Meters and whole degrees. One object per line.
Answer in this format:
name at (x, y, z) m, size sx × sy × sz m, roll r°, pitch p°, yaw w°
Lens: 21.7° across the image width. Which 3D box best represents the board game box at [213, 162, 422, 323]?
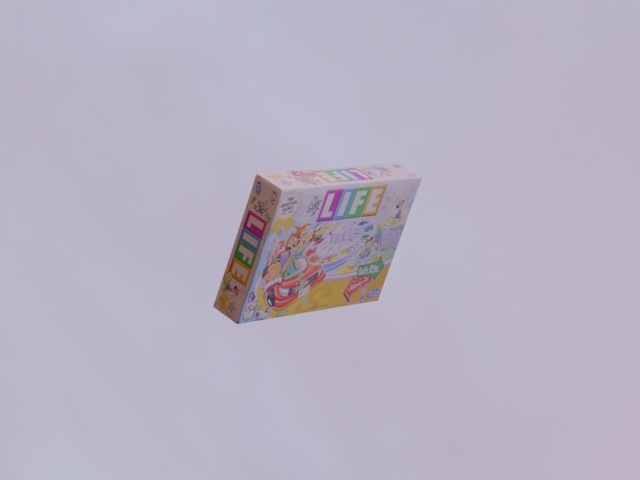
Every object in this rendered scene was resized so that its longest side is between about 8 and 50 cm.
board game box at (0.000, 0.000, 1.173) m, size 0.026 × 0.154 × 0.103 m, roll 33°, pitch -65°, yaw 33°
